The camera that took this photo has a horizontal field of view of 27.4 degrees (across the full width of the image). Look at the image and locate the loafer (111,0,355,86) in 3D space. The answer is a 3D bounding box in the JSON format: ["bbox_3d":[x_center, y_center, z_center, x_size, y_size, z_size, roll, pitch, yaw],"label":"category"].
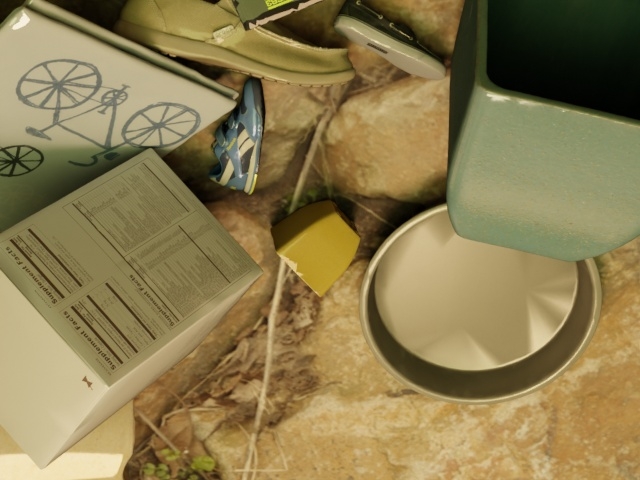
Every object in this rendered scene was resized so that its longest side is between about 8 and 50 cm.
[{"bbox_3d":[-0.086,-0.227,1.419,0.269,0.102,0.092,11,96,-12],"label":"loafer"}]

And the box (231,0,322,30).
[{"bbox_3d":[0.005,-0.291,1.331,0.184,0.190,0.045,-22,115,12],"label":"box"}]

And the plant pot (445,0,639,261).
[{"bbox_3d":[0.248,-0.118,1.399,0.248,0.247,0.252,12,135,-5],"label":"plant pot"}]

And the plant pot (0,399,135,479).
[{"bbox_3d":[-0.383,0.225,1.575,0.306,0.334,0.333,2,119,-12],"label":"plant pot"}]

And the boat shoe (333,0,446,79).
[{"bbox_3d":[0.082,-0.223,1.450,0.142,0.049,0.040,25,78,-17],"label":"boat shoe"}]

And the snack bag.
[{"bbox_3d":[-0.308,-0.111,1.422,0.342,0.037,0.323,-34,151,27],"label":"snack bag"}]

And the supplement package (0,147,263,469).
[{"bbox_3d":[-0.245,0.070,1.436,0.198,0.263,0.199,47,134,5],"label":"supplement package"}]

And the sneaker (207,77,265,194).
[{"bbox_3d":[-0.095,-0.121,1.505,0.059,0.053,0.144,10,117,-2],"label":"sneaker"}]

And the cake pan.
[{"bbox_3d":[0.193,0.068,1.601,0.293,0.054,0.293,1,119,1],"label":"cake pan"}]

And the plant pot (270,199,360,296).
[{"bbox_3d":[0.000,0.000,1.557,0.083,0.081,0.081,-41,111,8],"label":"plant pot"}]
